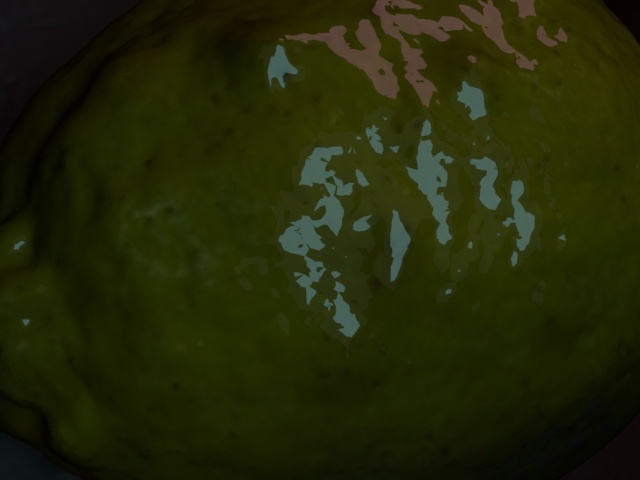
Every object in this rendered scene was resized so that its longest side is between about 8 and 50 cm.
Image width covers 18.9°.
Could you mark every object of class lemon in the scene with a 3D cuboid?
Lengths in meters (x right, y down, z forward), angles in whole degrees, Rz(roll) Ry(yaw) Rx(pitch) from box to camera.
[{"bbox_3d":[0.006,-0.002,0.834,0.316,0.285,0.285,10,78,-3],"label":"lemon"}]
